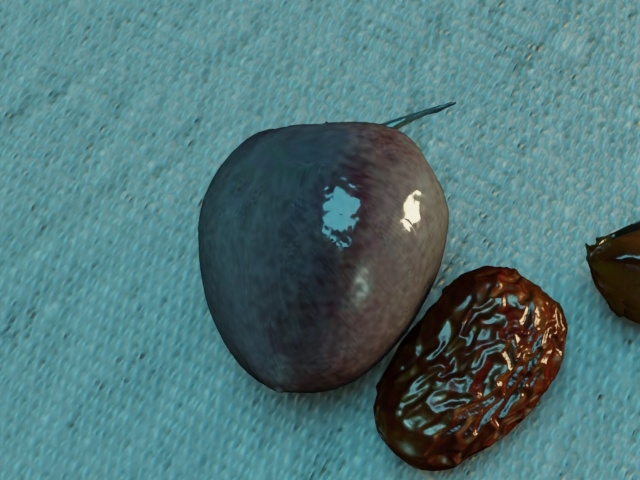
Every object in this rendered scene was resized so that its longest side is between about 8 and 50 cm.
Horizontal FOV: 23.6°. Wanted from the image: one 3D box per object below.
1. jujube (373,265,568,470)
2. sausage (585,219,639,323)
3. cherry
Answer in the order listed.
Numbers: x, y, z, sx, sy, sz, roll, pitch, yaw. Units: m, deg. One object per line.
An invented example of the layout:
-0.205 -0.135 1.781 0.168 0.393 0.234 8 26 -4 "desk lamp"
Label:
0.118 0.105 1.221 0.176 0.109 0.112 -51 31 -6 "jujube"
0.376 0.033 1.212 0.330 0.102 0.102 3 65 10 "sausage"
0.000 0.000 1.238 0.213 0.183 0.266 -6 59 50 "cherry"
